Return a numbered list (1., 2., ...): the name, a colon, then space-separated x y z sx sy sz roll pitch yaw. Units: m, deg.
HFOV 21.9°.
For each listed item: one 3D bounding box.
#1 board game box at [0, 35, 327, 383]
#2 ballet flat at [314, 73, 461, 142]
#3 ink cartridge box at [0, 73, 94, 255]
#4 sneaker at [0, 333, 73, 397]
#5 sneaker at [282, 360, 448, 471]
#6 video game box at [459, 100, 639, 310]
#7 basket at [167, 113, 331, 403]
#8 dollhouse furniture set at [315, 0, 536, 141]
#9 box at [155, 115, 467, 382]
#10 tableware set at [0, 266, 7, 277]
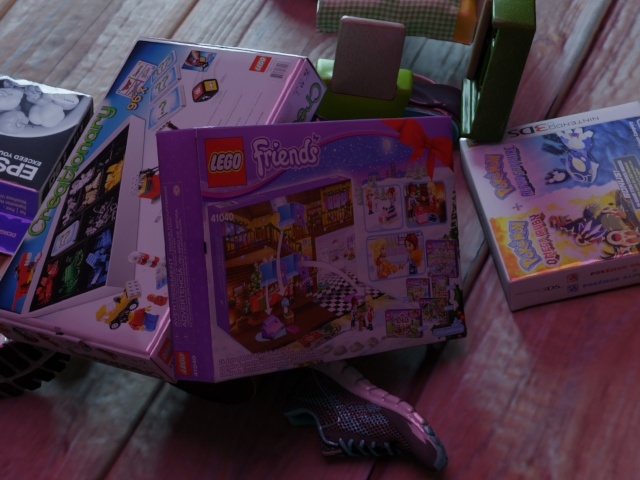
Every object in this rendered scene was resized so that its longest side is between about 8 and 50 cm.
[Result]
1. board game box: -0.143 -0.036 1.431 0.193 0.053 0.305 12 64 33
2. ballet flat: 0.057 -0.148 1.693 0.203 0.074 0.074 12 49 12
3. ink cartridge box: -0.367 -0.093 1.706 0.206 0.045 0.208 14 50 8
4. sneaker: -0.258 0.065 1.506 0.208 0.081 0.094 -32 54 4
5. sneaker: 0.035 0.162 1.414 0.166 0.065 0.076 30 73 36
6. video game box: 0.244 -0.037 1.571 0.187 0.048 0.205 -14 46 0
7. basket: -0.068 0.019 1.488 0.154 0.204 0.227 33 59 -11
8. dollhouse furniture set: 0.100 -0.259 1.649 0.198 0.151 0.301 7 45 -2
9. box: 0.000 0.000 1.388 0.293 0.200 0.057 -6 3 -42
10. tableware set: -0.237 0.051 1.584 0.154 0.024 0.104 28 53 32
